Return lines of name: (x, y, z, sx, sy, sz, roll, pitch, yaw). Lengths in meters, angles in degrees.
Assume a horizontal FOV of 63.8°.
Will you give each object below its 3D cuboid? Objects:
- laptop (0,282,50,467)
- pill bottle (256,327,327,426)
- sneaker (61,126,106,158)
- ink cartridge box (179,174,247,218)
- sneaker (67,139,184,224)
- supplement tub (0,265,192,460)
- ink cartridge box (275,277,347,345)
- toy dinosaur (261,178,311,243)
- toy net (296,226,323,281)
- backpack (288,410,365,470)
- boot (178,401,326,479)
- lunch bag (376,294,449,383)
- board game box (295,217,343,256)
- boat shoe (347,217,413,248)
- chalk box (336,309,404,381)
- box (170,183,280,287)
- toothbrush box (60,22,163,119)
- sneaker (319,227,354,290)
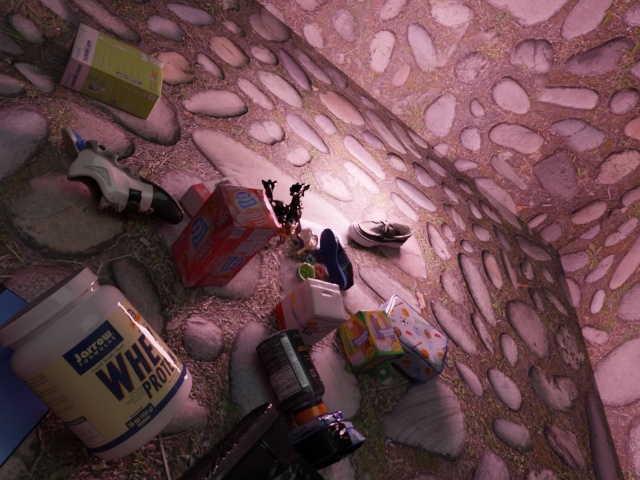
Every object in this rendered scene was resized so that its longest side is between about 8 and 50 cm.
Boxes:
laptop: (-0.654, 0.170, 0.927, 0.237, 0.407, 0.381, 12, 35, 10)
pill bottle: (-0.071, 0.375, 1.400, 0.131, 0.130, 0.245, -3, 58, -47)
sneaker: (-0.669, -0.264, 1.480, 0.152, 0.058, 0.085, 53, 41, 3)
ink cartridge box: (-0.316, -0.114, 1.668, 0.158, 0.092, 0.218, 52, 33, 8)
sneaker: (-0.545, -0.118, 1.435, 0.331, 0.123, 0.146, 36, 56, -21)
supplement tub: (-0.437, 0.236, 1.011, 0.324, 0.236, 0.235, 55, 33, -16)
ink cartridge box: (-0.030, 0.219, 1.556, 0.128, 0.176, 0.127, 16, 45, -35)
toy dinosaur: (-0.118, -0.086, 1.732, 0.165, 0.218, 0.322, 1, 15, -12)
toy net: (-0.028, 0.052, 1.795, 0.122, 0.045, 0.232, 21, 57, -27)
backpack: (0.024, 0.517, 1.333, 0.173, 0.158, 0.116, 6, 52, -52)
boot: (-0.099, 0.642, 1.120, 0.367, 0.146, 0.445, -35, 92, -45)
lunch bag: (0.323, 0.351, 1.846, 0.303, 0.115, 0.243, 43, 33, -3)
board game box: (0.000, 0.000, 1.926, 0.201, 0.035, 0.136, 19, 43, -33)
boat shoe: (0.258, -0.046, 2.162, 0.335, 0.119, 0.121, 4, 53, -44)
chalk box: (0.169, 0.348, 1.670, 0.132, 0.132, 0.212, 8, 49, -42)
box: (-0.269, -0.006, 1.426, 0.154, 0.300, 0.142, 2, 54, -44)
toothbrush box: (-0.682, -0.557, 1.706, 0.283, 0.122, 0.206, 19, 43, -34)
sneaker: (0.063, 0.068, 1.862, 0.091, 0.082, 0.232, -3, 79, -57)
